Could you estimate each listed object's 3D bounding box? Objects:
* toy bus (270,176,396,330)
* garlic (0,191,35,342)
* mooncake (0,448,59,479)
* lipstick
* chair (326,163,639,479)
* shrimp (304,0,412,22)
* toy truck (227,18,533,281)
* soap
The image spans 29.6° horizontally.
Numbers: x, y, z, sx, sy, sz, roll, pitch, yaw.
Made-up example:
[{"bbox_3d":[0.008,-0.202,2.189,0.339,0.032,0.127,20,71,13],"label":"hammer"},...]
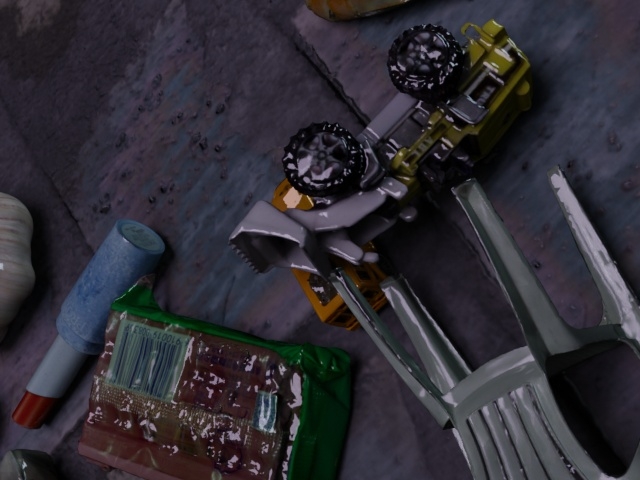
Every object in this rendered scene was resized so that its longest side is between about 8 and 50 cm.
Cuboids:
[{"bbox_3d":[0.000,0.000,1.105,0.069,0.074,0.162,-45,59,24],"label":"toy bus"},{"bbox_3d":[-0.439,0.027,1.346,0.199,0.226,0.199,-7,77,31],"label":"garlic"},{"bbox_3d":[-0.314,0.304,1.292,0.125,0.073,0.130,-51,54,23],"label":"mooncake"},{"bbox_3d":[-0.257,0.101,1.294,0.068,0.061,0.274,49,115,34],"label":"lipstick"},{"bbox_3d":[0.141,0.105,0.904,0.203,0.190,0.275,-38,73,26],"label":"chair"},{"bbox_3d":[0.067,-0.264,1.119,0.217,0.051,0.115,-1,79,40],"label":"shrimp"},{"bbox_3d":[0.057,-0.063,0.999,0.286,0.136,0.111,-45,68,-3],"label":"toy truck"},{"bbox_3d":[-0.107,0.154,1.144,0.273,0.098,0.218,10,88,38],"label":"soap"}]
